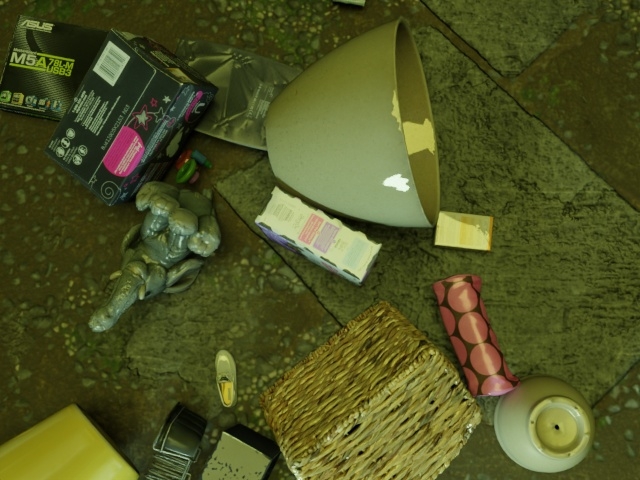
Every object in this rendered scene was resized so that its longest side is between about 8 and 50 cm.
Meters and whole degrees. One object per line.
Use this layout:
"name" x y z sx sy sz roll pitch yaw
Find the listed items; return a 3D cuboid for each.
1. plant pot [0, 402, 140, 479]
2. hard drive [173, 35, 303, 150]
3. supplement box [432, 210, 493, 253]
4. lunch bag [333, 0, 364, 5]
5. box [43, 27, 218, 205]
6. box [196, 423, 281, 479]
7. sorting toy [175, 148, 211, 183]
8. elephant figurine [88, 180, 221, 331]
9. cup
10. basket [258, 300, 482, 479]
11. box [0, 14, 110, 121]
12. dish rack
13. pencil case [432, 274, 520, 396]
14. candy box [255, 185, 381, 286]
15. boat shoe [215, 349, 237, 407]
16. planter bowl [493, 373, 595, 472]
"plant pot" -0.427 0.396 1.099 0.239 0.254 0.254 -42 81 -19
"hard drive" -0.161 -0.262 1.283 0.254 0.054 0.172 18 81 6
"supplement box" 0.249 -0.014 1.233 0.098 0.036 0.062 7 81 3
"lunch bag" 0.054 -0.479 1.313 0.071 0.053 0.083 8 71 2
"box" -0.322 -0.208 1.199 0.163 0.142 0.247 38 106 8
"box" -0.141 0.389 1.120 0.093 0.156 0.158 27 82 8
"sorting toy" -0.226 -0.128 1.251 0.061 0.102 0.042 -44 121 14
"elephant figurine" -0.283 0.028 1.198 0.239 0.186 0.169 -57 45 18
"cup" 0.049 -0.169 1.147 0.237 0.331 0.331 -8 80 17
"basket" 0.085 0.286 1.161 0.299 0.223 0.213 -39 114 -4
"box" -0.493 -0.316 1.311 0.190 0.045 0.184 12 83 4
"dish rack" -0.255 0.405 1.103 0.074 0.208 0.271 22 84 -2
"pencil case" 0.262 0.157 1.177 0.098 0.095 0.209 -9 77 -38
"candy box" 0.000 0.000 1.176 0.196 0.165 0.070 29 83 7
"boat shoe" -0.164 0.238 1.208 0.035 0.035 0.100 -6 80 1
"planter bowl" 0.373 0.301 1.138 0.162 0.109 0.162 0 81 3
